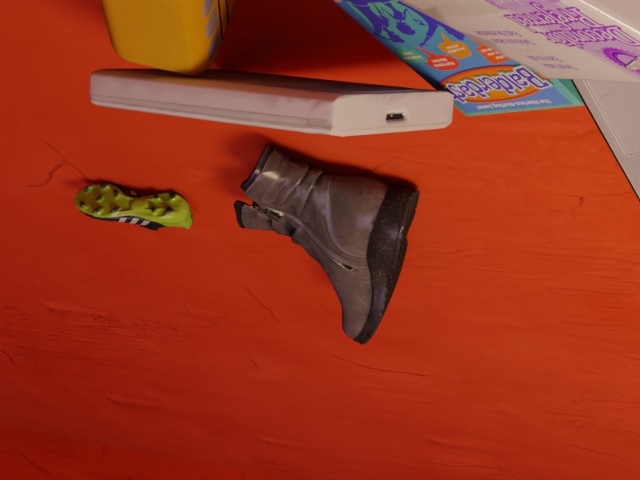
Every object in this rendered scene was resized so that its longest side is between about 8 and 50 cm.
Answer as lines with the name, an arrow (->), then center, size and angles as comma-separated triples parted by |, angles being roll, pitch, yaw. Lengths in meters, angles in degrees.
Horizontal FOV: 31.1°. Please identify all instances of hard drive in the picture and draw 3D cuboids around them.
hard drive -> -0.051, -0.143, 1.151 | 0.308, 0.040, 0.203 | 11, -167, 36

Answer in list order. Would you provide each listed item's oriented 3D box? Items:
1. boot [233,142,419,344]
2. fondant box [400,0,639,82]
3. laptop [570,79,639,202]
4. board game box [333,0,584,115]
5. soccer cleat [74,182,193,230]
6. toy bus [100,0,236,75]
boot -> 0.000, 0.000, 1.527 | 0.223, 0.118, 0.338 | 18, 144, 7
fondant box -> 0.071, -0.204, 0.684 | 0.330, 0.096, 0.238 | 23, -177, -16
laptop -> 0.285, -0.098, 0.789 | 0.408, 0.236, 0.382 | -20, 103, 54
board game box -> 0.132, -0.194, 1.066 | 0.210, 0.047, 0.160 | 34, 162, -31
soccer cleat -> -0.269, -0.042, 1.657 | 0.179, 0.060, 0.072 | 7, 154, 17
toy bus -> -0.139, -0.293, 0.982 | 0.108, 0.130, 0.332 | 15, 155, 7
